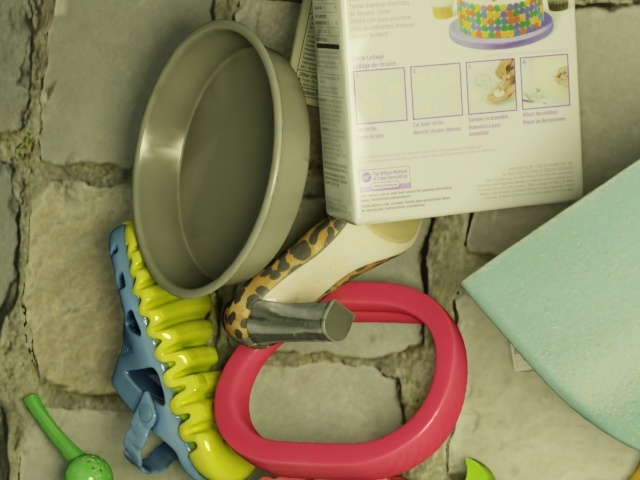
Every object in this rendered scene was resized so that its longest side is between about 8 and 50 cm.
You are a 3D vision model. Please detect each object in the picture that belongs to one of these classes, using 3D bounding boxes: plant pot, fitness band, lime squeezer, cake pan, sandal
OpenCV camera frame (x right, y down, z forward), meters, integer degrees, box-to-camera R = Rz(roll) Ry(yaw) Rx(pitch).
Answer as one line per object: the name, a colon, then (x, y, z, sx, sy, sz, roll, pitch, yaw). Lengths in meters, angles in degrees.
plant pot: (0.325, 0.055, 1.797, 0.248, 0.247, 0.252, -36, 85, 24)
fitness band: (0.020, 0.146, 2.033, 0.291, 0.054, 0.209, -2, 62, 33)
lime squeezer: (-0.276, 0.314, 2.244, 0.110, 0.059, 0.310, -21, 77, 28)
cake pan: (-0.104, -0.082, 2.050, 0.293, 0.054, 0.293, -17, 69, 53)
sandal: (-0.182, 0.130, 2.166, 0.138, 0.126, 0.317, -25, 73, 32)

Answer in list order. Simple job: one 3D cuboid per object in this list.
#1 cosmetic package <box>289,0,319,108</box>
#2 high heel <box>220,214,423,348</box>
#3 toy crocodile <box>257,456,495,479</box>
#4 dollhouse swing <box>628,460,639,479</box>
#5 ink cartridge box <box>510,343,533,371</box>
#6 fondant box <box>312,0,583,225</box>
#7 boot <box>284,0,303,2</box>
cosmetic package: (0.081, -0.268, 2.027, 0.153, 0.129, 0.296, 16, 95, 32)
high heel: (0.000, 0.000, 2.055, 0.186, 0.093, 0.261, -3, 47, 47)
toy crocodile: (0.020, 0.279, 2.034, 0.341, 0.115, 0.105, -5, 80, 29)
dollhouse swing: (0.412, 0.404, 1.818, 0.315, 0.305, 0.346, 26, 103, -12)
ink cartridge box: (0.215, 0.088, 1.977, 0.048, 0.028, 0.083, -12, 80, 30)
fondant box: (0.120, -0.192, 1.900, 0.096, 0.238, 0.330, -156, 61, -71)
boot: (-0.020, -0.340, 2.078, 0.073, 0.152, 0.197, 36, 105, 28)
